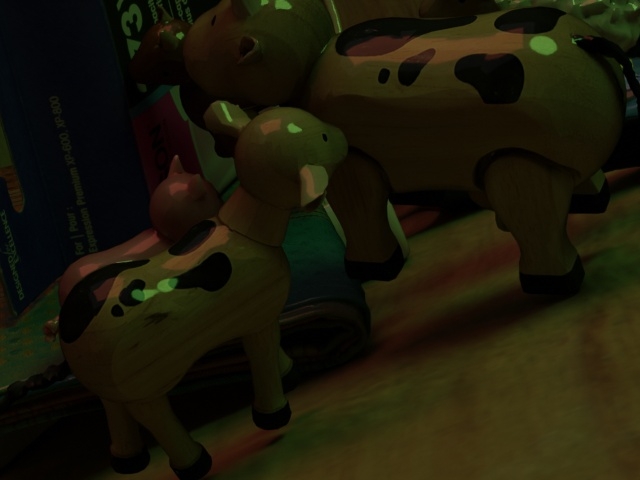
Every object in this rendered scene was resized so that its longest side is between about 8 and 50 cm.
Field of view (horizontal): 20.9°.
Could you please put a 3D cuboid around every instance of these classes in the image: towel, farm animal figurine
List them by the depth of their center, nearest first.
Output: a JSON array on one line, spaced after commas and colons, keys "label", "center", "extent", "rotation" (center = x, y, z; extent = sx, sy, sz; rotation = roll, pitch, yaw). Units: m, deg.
[{"label": "farm animal figurine", "center": [0.008, -0.054, 0.879], "extent": [0.327, 0.172, 0.330], "rotation": [-8, 37, 11]}, {"label": "towel", "center": [-0.128, 0.011, 1.089], "extent": [0.271, 0.040, 0.370], "rotation": [-14, 23, -5]}]

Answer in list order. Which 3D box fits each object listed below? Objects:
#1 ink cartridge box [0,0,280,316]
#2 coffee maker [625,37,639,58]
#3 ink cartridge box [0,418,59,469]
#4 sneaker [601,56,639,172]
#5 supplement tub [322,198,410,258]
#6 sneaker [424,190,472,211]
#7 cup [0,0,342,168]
[{"label": "ink cartridge box", "center": [-0.100, -0.114, 1.086], "extent": [0.069, 0.176, 0.371], "rotation": [1, 27, 26]}, {"label": "coffee maker", "center": [0.238, -0.182, 1.580], "extent": [0.171, 0.120, 0.178], "rotation": [-8, 3, -23]}, {"label": "ink cartridge box", "center": [-0.277, 0.122, 1.136], "extent": [0.191, 0.082, 0.139], "rotation": [-19, 10, 22]}, {"label": "sneaker", "center": [0.250, -0.084, 1.070], "extent": [0.209, 0.069, 0.082], "rotation": [-15, 41, 7]}, {"label": "supplement tub", "center": [0.000, 0.000, 1.169], "extent": [0.107, 0.071, 0.071], "rotation": [-23, 8, 2]}, {"label": "sneaker", "center": [0.094, -0.107, 1.375], "extent": [0.148, 0.131, 0.350], "rotation": [-18, 10, 13]}, {"label": "cup", "center": [-0.126, -0.103, 1.533], "extent": [0.331, 0.331, 0.237], "rotation": [-24, -19, 1]}]
